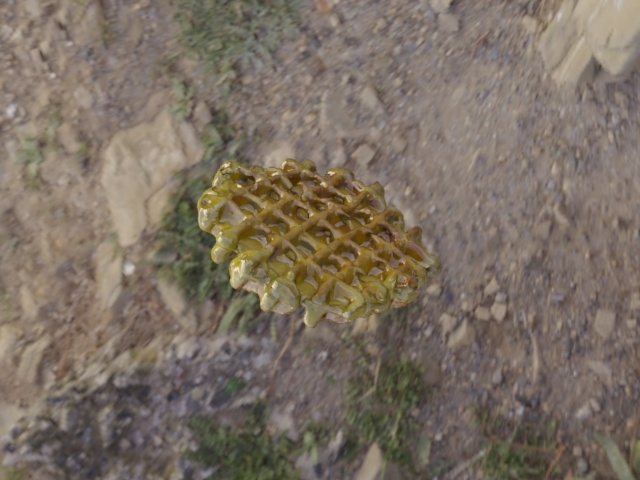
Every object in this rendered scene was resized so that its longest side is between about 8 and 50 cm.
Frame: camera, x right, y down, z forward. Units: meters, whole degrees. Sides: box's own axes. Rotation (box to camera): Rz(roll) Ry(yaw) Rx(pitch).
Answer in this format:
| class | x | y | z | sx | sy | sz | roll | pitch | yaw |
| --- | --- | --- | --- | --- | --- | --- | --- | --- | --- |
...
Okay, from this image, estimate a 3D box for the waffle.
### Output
| class | x | y | z | sx | sy | sz | roll | pitch | yaw |
| --- | --- | --- | --- | --- | --- | --- | --- | --- | --- |
| waffle | -0.004 | -0.003 | 0.857 | 0.191 | 0.191 | 0.038 | 28 | 123 | 4 |
